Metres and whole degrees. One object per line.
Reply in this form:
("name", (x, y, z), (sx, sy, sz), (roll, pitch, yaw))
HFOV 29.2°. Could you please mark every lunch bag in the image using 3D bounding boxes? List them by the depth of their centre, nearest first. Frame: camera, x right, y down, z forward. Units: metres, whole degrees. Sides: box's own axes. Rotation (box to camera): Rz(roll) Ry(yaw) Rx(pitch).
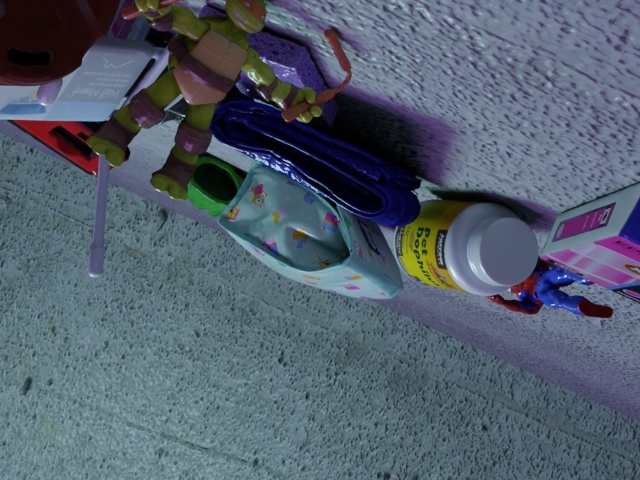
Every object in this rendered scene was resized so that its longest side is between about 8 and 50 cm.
("lunch bag", (0.000, 0.000, 2.031), (0.262, 0.160, 0.223), (27, 175, 30))

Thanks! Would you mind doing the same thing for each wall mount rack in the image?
("wall mount rack", (-0.268, -0.094, 1.264), (0.350, 0.304, 0.130), (-3, -126, -48))

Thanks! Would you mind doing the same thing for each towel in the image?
("towel", (0.010, -0.096, 1.470), (0.228, 0.076, 0.308), (29, -176, 10))

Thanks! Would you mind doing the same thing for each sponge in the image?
("sponge", (-0.053, -0.181, 1.312), (0.117, 0.031, 0.210), (24, 174, 14))

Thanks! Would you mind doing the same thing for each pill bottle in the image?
("pill bottle", (0.187, 0.008, 1.571), (0.117, 0.117, 0.215), (27, 173, -21))

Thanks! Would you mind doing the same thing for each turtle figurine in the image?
("turtle figurine", (-0.121, -0.158, 1.131), (0.269, 0.217, 0.087), (28, -162, -36))

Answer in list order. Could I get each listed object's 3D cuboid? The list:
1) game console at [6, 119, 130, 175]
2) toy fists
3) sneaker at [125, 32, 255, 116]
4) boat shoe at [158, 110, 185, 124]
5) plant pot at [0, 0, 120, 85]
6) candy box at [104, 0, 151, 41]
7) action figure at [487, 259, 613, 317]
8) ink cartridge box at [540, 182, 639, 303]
("game console", (-0.386, -0.247, 1.413), (0.342, 0.060, 0.386), (53, -176, 23))
("toy fists", (-0.142, -0.070, 2.276), (0.279, 0.096, 0.142), (28, 163, -14))
("sneaker", (-0.190, -0.196, 1.474), (0.222, 0.083, 0.118), (30, -172, 20))
("boat shoe", (-0.226, -0.193, 1.658), (0.080, 0.073, 0.223), (24, 173, 8))
("plant pot", (-0.312, -0.231, 0.946), (0.265, 0.272, 0.272), (12, 168, 31))
("candy box", (-0.278, -0.263, 1.298), (0.159, 0.071, 0.233), (23, 174, 5))
("action figure", (0.287, 0.052, 1.690), (0.139, 0.091, 0.280), (19, 174, -11))
("ink cartridge box", (0.359, 0.013, 1.254), (0.176, 0.069, 0.371), (25, 171, -2))
